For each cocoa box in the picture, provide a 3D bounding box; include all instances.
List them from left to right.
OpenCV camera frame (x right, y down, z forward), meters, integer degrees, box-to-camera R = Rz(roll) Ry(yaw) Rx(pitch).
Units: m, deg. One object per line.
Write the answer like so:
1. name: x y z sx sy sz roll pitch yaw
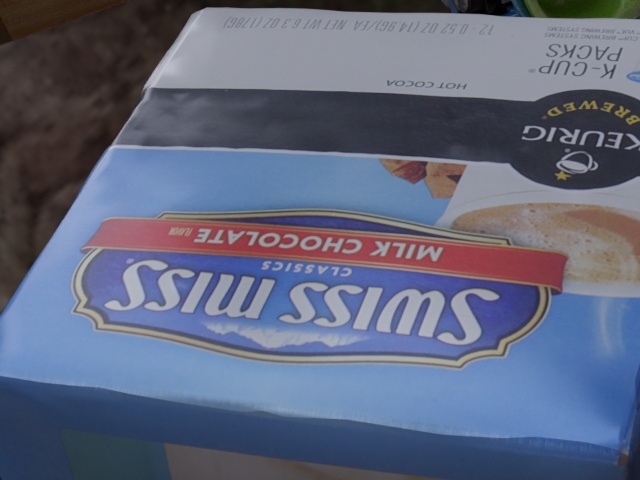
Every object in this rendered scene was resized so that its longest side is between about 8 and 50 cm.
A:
1. cocoa box: 0.045 0.113 0.749 0.228 0.231 0.347 -63 -29 -45

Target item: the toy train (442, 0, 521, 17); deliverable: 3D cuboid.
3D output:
1. toy train: 0.179 -0.230 1.580 0.184 0.080 0.105 -22 17 -20

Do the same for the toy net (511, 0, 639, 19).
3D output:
1. toy net: 0.179 -0.118 0.862 0.232 0.045 0.122 -17 -70 -24

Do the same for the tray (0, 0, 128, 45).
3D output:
1. tray: -0.083 -0.274 1.288 0.203 0.076 0.411 -16 24 20
